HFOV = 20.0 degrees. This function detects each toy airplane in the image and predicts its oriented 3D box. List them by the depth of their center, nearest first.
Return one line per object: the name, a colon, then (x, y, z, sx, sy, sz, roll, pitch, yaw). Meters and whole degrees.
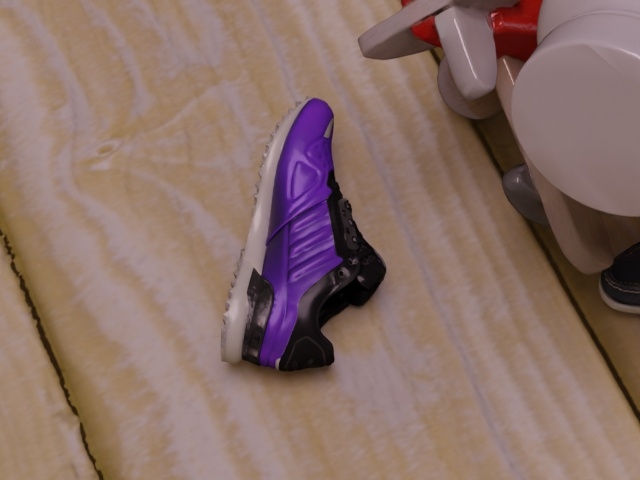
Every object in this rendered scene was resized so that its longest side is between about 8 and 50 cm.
toy airplane: (0.191, -0.197, 1.812, 0.384, 0.272, 0.386, 36, 54, -12)

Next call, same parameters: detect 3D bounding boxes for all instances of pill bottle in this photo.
pill bottle: (0.331, -0.208, 1.582, 0.229, 0.229, 0.407, 26, 50, 17)

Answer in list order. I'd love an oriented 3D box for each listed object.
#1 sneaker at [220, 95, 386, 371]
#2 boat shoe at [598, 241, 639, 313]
sneaker: (0.000, 0.001, 1.835, 0.146, 0.102, 0.293, 12, 70, 7)
boat shoe: (0.397, 0.003, 1.791, 0.255, 0.079, 0.095, -13, 54, -1)
